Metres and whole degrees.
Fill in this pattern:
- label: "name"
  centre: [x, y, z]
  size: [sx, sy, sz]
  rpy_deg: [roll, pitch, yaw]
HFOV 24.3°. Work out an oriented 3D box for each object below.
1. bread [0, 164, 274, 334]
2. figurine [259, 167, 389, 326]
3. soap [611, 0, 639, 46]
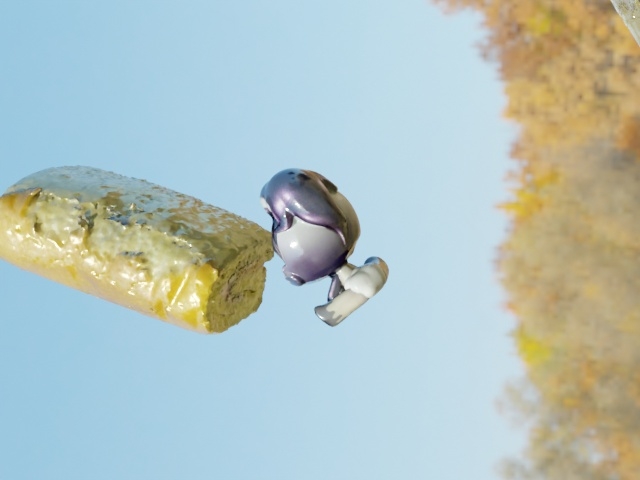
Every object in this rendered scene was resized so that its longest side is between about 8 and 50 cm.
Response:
- label: "bread"
  centre: [-0.275, 0.005, 2.172]
  size: [0.236, 0.375, 0.165]
  rpy_deg: [-24, -49, -63]
- label: "figurine"
  centre: [0.000, 0.000, 2.056]
  size: [0.222, 0.145, 0.145]
  rpy_deg: [51, -152, -7]
- label: "soap"
  centre: [0.522, -0.340, 1.946]
  size: [0.160, 0.257, 0.080]
  rpy_deg: [58, 171, -4]
